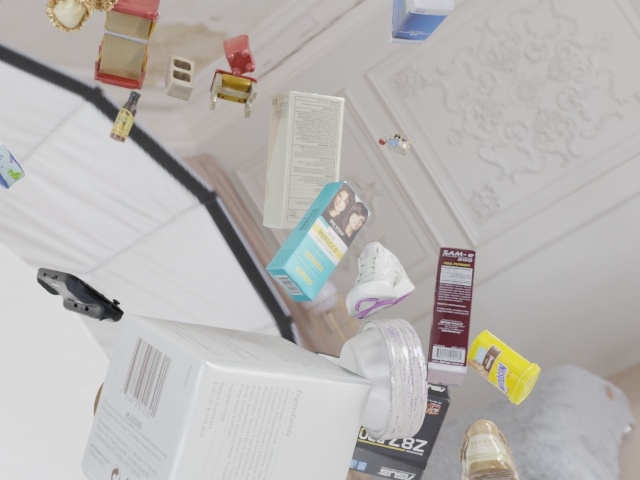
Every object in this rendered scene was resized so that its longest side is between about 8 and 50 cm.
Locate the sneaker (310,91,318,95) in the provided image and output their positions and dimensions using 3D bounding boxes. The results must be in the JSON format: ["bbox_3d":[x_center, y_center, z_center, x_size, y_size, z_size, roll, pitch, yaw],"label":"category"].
[{"bbox_3d":[-0.026,-0.312,2.083,0.076,0.166,0.065,-6,-13,8],"label":"sneaker"}]

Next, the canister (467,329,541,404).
[{"bbox_3d":[0.463,0.322,2.010,0.073,0.170,0.126,-33,-34,-32],"label":"canister"}]

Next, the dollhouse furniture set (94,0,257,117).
[{"bbox_3d":[-0.314,-0.440,1.786,0.374,0.152,0.201,11,-49,-17],"label":"dollhouse furniture set"}]

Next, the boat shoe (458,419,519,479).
[{"bbox_3d":[0.351,0.456,1.644,0.122,0.110,0.341,-7,-27,5],"label":"boat shoe"}]

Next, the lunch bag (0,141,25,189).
[{"bbox_3d":[-0.968,-0.257,2.274,0.090,0.219,0.176,-44,-33,-21],"label":"lunch bag"}]

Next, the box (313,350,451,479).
[{"bbox_3d":[0.131,0.501,2.211,0.097,0.395,0.318,-80,5,-63],"label":"box"}]

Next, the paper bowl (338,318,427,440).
[{"bbox_3d":[0.134,0.329,1.866,0.148,0.284,0.284,-1,-13,-15],"label":"paper bowl"}]

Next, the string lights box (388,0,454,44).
[{"bbox_3d":[0.191,-0.477,1.526,0.077,0.133,0.260,2,0,-5],"label":"string lights box"}]

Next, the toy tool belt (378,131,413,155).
[{"bbox_3d":[0.202,-0.266,2.106,0.051,0.083,0.052,-60,-11,-24],"label":"toy tool belt"}]

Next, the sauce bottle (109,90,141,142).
[{"bbox_3d":[-0.475,-0.304,1.924,0.042,0.042,0.128,109,180,-83],"label":"sauce bottle"}]

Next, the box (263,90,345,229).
[{"bbox_3d":[-0.040,-0.179,1.823,0.148,0.310,0.121,4,3,-26],"label":"box"}]

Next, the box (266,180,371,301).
[{"bbox_3d":[0.000,0.000,1.578,0.060,0.100,0.244,-6,42,50],"label":"box"}]

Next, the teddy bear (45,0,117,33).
[{"bbox_3d":[-0.477,-0.557,1.533,0.113,0.337,0.245,-9,-25,37],"label":"teddy bear"}]

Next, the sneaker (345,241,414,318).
[{"bbox_3d":[0.111,0.085,1.744,0.114,0.152,0.305,-27,-5,19],"label":"sneaker"}]

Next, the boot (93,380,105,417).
[{"bbox_3d":[-0.483,0.366,2.091,0.261,0.095,0.203,-66,-16,1],"label":"boot"}]

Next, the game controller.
[{"bbox_3d":[-0.590,0.129,1.915,0.067,0.166,0.319,-49,27,-24],"label":"game controller"}]

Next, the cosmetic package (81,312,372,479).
[{"bbox_3d":[-0.179,0.354,1.502,0.394,0.327,0.329,15,1,-38],"label":"cosmetic package"}]

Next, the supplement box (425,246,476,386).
[{"bbox_3d":[0.249,0.147,1.505,0.073,0.239,0.130,7,-21,8],"label":"supplement box"}]
